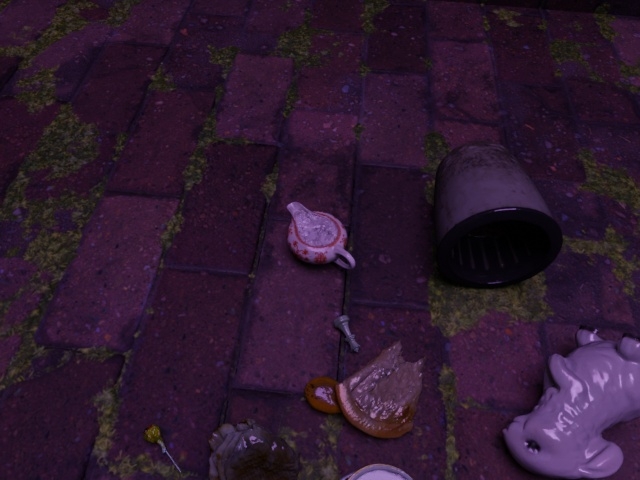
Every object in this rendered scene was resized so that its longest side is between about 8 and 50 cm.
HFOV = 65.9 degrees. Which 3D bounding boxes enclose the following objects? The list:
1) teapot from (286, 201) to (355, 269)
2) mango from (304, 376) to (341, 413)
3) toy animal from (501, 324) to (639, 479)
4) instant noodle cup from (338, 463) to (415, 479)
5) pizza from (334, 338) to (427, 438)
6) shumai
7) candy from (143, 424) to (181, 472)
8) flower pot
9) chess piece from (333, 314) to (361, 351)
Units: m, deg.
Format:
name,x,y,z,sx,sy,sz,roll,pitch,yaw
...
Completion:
name,x,y,z,sx,sy,sz,roll,pitch,yaw
teapot,0.000,0.000,1.323,0.246,0.116,0.159,32,47,23
mango,0.020,0.347,1.105,0.114,0.057,0.078,14,50,-2
toy animal,0.563,0.364,1.053,0.258,0.194,0.357,42,77,-2
instant noodle cup,0.101,0.503,0.882,0.216,0.236,0.215,0,56,0
pizza,0.160,0.330,1.112,0.262,0.034,0.181,-36,78,-33
shumai,-0.139,0.440,1.009,0.184,0.183,0.142,-17,27,-14
candy,-0.331,0.441,1.041,0.035,0.035,0.123,-32,70,-36
flower pot,0.430,-0.084,1.303,0.294,0.293,0.330,1,47,-2
chess piece,0.068,0.230,1.202,0.042,0.042,0.093,-21,65,-17
